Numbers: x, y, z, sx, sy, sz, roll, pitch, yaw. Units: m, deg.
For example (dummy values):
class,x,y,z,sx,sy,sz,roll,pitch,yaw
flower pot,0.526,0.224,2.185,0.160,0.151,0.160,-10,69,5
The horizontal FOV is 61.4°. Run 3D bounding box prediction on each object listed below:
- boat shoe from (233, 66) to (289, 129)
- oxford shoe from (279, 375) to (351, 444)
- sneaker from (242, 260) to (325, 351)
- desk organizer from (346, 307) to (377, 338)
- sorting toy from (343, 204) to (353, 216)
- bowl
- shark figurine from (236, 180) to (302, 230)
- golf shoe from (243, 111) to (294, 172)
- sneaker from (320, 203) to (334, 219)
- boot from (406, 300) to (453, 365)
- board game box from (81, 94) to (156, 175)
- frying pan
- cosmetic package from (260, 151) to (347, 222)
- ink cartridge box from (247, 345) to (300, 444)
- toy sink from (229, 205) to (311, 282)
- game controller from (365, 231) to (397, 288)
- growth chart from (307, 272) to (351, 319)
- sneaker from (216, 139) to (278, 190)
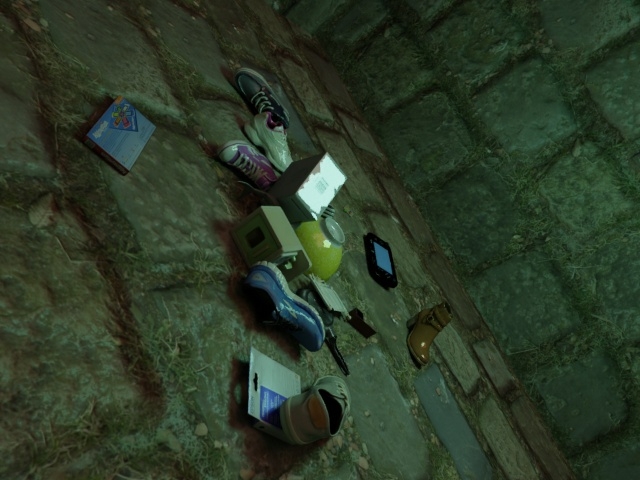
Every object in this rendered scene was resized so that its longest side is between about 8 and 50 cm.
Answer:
class,x,y,z,sx,sy,sz,roll,pitch,yaw
boat shoe,-0.257,-0.624,2.424,0.340,0.127,0.158,41,20,-31
oxford shoe,0.028,0.464,1.507,0.169,0.130,0.449,69,14,14
sneaker,-0.122,0.226,1.638,0.330,0.129,0.147,48,39,-9
desk organizer,0.161,0.320,2.090,0.130,0.050,0.047,43,27,-26
sorting toy,0.140,-0.145,2.692,0.062,0.012,0.083,54,24,-4
bowl,0.000,0.000,2.076,0.289,0.156,0.290,43,27,-28
shark figurine,-0.166,-0.104,1.863,0.278,0.166,0.116,62,-12,4
golf shoe,-0.183,-0.407,2.278,0.306,0.140,0.115,47,24,-21
sneaker,-0.053,-0.155,2.197,0.228,0.086,0.132,30,5,-7
boot,0.502,0.408,2.402,0.109,0.220,0.283,46,26,-21
board game box,-0.575,-0.310,1.564,0.145,0.027,0.281,44,26,-26
frying pan,0.003,0.296,1.842,0.197,0.053,0.326,23,36,-51
cosmetic package,-0.062,-0.185,1.981,0.138,0.224,0.224,50,60,-26
ink cartridge box,-0.131,0.413,1.438,0.208,0.045,0.206,41,28,-34
toy sink,-0.163,0.026,1.746,0.234,0.152,0.131,62,25,11
game controller,0.293,0.092,2.608,0.166,0.067,0.319,40,27,-30
growth chart,0.033,0.202,1.972,0.172,0.021,0.237,58,10,24
sneaker,-0.253,-0.270,1.993,0.282,0.102,0.161,13,40,-56
